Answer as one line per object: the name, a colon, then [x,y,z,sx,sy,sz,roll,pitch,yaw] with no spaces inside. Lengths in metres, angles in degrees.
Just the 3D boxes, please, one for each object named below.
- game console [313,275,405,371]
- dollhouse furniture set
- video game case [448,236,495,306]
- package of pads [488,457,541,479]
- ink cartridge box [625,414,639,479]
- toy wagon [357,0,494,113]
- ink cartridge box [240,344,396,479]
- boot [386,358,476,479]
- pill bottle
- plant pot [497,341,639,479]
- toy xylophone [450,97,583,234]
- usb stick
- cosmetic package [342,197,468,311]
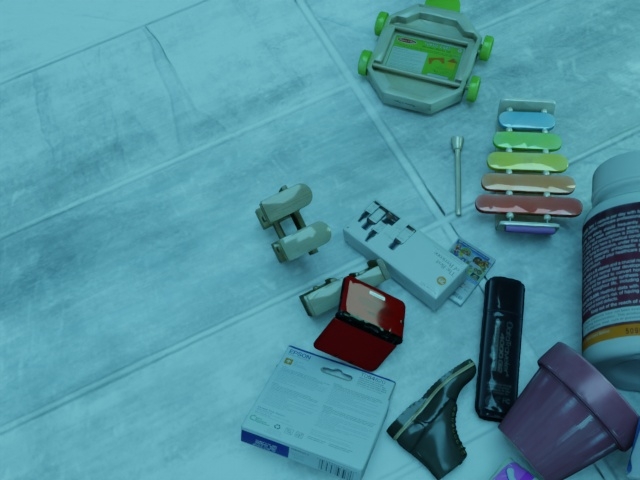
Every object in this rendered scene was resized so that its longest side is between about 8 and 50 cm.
game console: [0.072,0.152,1.450,0.144,0.085,0.124,27,55,-26]
dollhouse furniture set: [0.000,0.000,1.505,0.161,0.212,0.242,-26,90,-8]
video game case: [0.273,0.060,1.560,0.087,0.011,0.122,34,70,20]
package of pads: [0.299,0.506,1.220,0.229,0.101,0.296,35,50,27]
ink cartridge box: [0.696,0.378,1.172,0.395,0.270,0.151,35,66,-16]
toy wagon: [0.248,-0.440,1.787,0.267,0.068,0.344,17,65,12]
ink cartridge box: [0.001,0.303,1.415,0.223,0.045,0.224,18,37,13]
boot: [0.233,0.318,1.404,0.198,0.077,0.137,-43,72,-3]
pill bottle: [0.585,0.051,1.424,0.224,0.224,0.392,6,64,7]
plant pot: [0.407,0.304,1.338,0.180,0.201,0.201,-43,67,0]
toy xylophone: [0.387,-0.141,1.615,0.236,0.081,0.323,-4,63,3]
usb stick: [0.332,0.195,1.469,0.077,0.045,0.278,10,64,1]
cosmetic package: [0.163,0.024,1.550,0.239,0.060,0.099,37,73,24]
